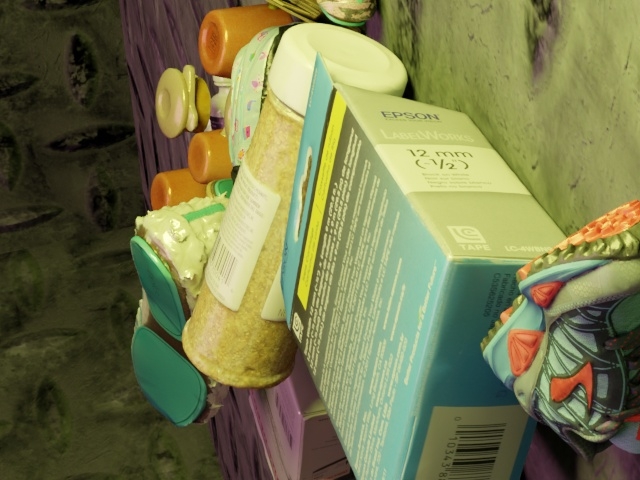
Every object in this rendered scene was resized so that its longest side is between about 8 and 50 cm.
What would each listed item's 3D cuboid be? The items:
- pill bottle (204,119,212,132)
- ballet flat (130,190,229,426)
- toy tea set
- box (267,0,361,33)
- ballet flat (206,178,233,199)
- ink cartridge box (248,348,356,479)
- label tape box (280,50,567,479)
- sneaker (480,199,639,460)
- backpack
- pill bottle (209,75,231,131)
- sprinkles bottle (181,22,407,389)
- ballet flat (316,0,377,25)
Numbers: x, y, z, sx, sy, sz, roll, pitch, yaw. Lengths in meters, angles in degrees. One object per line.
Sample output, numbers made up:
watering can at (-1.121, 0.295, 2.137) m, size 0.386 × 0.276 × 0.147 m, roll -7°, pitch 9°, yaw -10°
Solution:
pill bottle at (-0.112, -0.097, 2.081) m, size 0.103 × 0.103 × 0.184 m, roll 112°, pitch 145°, yaw -71°
ballet flat at (-0.130, 0.083, 1.664) m, size 0.409 × 0.147 × 0.147 m, roll 101°, pitch 155°, yaw -59°
toy tea set at (-0.101, -0.143, 1.754) m, size 0.336 × 0.124 × 0.200 m, roll -39°, pitch 59°, yaw 55°
box at (-0.054, -0.270, 1.504) m, size 0.021 × 0.164 × 0.201 m, roll -59°, pitch 25°, yaw 14°
ballet flat at (-0.069, -0.014, 1.708) m, size 0.232 × 0.073 × 0.080 m, roll 15°, pitch -135°, yaw -52°
ink cartridge box at (0.001, 0.175, 1.742) m, size 0.307 × 0.129 × 0.223 m, roll 95°, pitch 160°, yaw -55°
label tape box at (0.068, 0.030, 1.185) m, size 0.347 × 0.115 × 0.249 m, roll -115°, pitch 31°, yaw -56°
sneaker at (0.183, 0.060, 0.878) m, size 0.125 × 0.104 × 0.262 m, roll 56°, pitch 167°, yaw 16°
backpack at (-0.030, -0.135, 1.526) m, size 0.115 × 0.152 × 0.182 m, roll -3°, pitch 85°, yaw 54°
pill bottle at (-0.084, -0.139, 1.884) m, size 0.108 × 0.108 × 0.193 m, roll -136°, pitch 35°, yaw -71°
sprinkles bottle at (-0.031, -0.027, 1.406) m, size 0.121 × 0.121 × 0.355 m, roll -116°, pitch 39°, yaw -50°
ballet flat at (0.001, -0.280, 1.435) m, size 0.221 × 0.077 × 0.079 m, roll -127°, pitch 45°, yaw -54°
